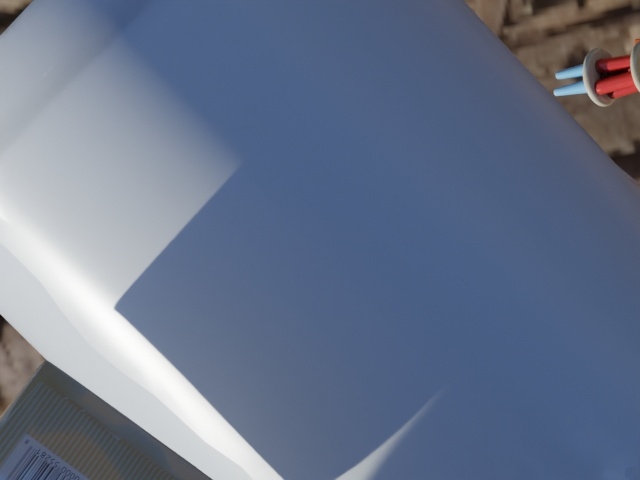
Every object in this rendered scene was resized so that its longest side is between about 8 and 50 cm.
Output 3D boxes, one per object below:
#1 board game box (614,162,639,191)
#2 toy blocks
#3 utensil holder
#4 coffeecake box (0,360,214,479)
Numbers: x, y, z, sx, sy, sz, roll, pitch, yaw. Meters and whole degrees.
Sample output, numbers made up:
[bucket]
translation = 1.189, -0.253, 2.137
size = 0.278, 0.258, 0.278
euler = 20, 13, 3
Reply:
[board game box]
translation = 0.310, -0.021, 1.802
size = 0.026, 0.103, 0.154
euler = -35, 163, 13
[toy blocks]
translation = 0.290, -0.160, 1.644
size = 0.148, 0.123, 0.054
euler = -7, 108, 42
[utensil holder]
translation = 0.000, 0.000, 1.066
size = 0.385, 0.327, 0.327
euler = 45, 125, -4
[coffeecake box]
translation = -0.107, 0.146, 0.850
size = 0.142, 0.068, 0.185
euler = 36, 151, -5
